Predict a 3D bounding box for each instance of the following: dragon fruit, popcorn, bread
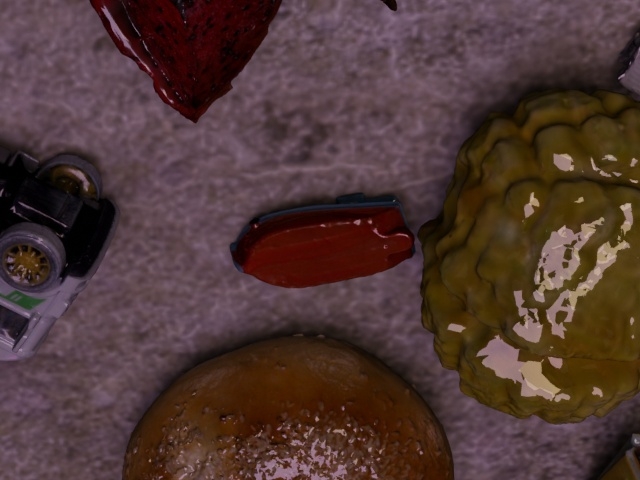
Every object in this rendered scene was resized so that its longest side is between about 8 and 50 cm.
[{"bbox_3d":[-0.102,-0.193,1.303,0.127,0.120,0.161,-33,148,-23],"label":"dragon fruit"},{"bbox_3d":[0.198,0.016,1.306,0.258,0.224,0.270,-26,107,8],"label":"popcorn"},{"bbox_3d":[-0.030,0.232,1.466,0.305,0.159,0.305,1,118,2],"label":"bread"}]

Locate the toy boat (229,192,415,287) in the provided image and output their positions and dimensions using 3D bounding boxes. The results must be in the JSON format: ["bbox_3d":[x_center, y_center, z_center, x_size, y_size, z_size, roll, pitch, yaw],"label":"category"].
[{"bbox_3d":[0.000,0.000,1.400,0.173,0.059,0.069,-11,116,17],"label":"toy boat"}]

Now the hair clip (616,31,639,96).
[{"bbox_3d":[0.311,-0.207,1.276,0.140,0.054,0.220,30,113,-6],"label":"hair clip"}]

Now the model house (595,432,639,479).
[{"bbox_3d":[0.409,0.272,1.481,0.323,0.340,0.300,39,158,10],"label":"model house"}]

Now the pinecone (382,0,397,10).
[{"bbox_3d":[0.039,-0.273,1.184,0.207,0.208,0.208,2,118,3],"label":"pinecone"}]

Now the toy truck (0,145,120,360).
[{"bbox_3d":[-0.360,-0.040,1.360,0.367,0.146,0.175,27,124,-7],"label":"toy truck"}]
